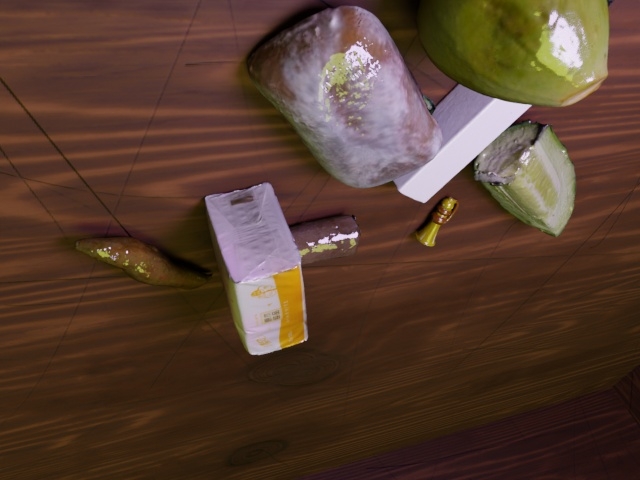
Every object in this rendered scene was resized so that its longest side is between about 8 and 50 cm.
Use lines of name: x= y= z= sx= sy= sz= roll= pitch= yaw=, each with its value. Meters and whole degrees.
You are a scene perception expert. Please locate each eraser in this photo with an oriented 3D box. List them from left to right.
eraser: x=0.234 y=-0.192 z=0.893 sx=0.076 sy=0.078 sz=0.298 roll=18 pitch=127 yaw=-42

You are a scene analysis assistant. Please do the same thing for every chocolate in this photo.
chocolate: x=0.049 y=-0.168 z=0.777 sx=0.185 sy=0.101 sz=0.303 roll=-25 pitch=143 yaw=20

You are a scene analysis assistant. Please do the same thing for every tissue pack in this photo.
tissue pack: x=-0.103 y=0.052 z=0.934 sx=0.124 sy=0.185 sz=0.225 roll=-15 pitch=143 yaw=-10

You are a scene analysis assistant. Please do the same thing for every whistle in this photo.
whistle: x=0.243 y=-0.040 z=1.127 sx=0.057 sy=0.046 sz=0.109 roll=17 pitch=124 yaw=-23

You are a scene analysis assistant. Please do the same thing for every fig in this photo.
fig: x=0.232 y=-0.267 z=0.662 sx=0.207 sy=0.230 sz=0.207 roll=-19 pitch=134 yaw=-21

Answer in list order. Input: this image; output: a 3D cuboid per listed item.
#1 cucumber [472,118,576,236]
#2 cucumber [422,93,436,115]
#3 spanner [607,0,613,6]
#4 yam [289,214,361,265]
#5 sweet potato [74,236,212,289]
cucumber: x=0.400 y=-0.110 z=1.074 sx=0.325 sy=0.105 sz=0.145 roll=29 pitch=93 yaw=-48
cucumber: x=0.139 y=-0.182 z=0.882 sx=0.048 sy=0.048 sz=0.105 roll=-5 pitch=144 yaw=-23
spanner: x=0.339 y=-0.338 z=0.652 sx=0.087 sy=0.024 sz=0.316 roll=18 pitch=-179 yaw=8
yam: x=0.001 y=0.001 z=1.016 sx=0.127 sy=0.084 sz=0.084 roll=-14 pitch=144 yaw=-17
sweet potato: x=-0.279 y=0.042 z=0.933 sx=0.067 sy=0.067 sz=0.273 roll=-36 pitch=148 yaw=18
